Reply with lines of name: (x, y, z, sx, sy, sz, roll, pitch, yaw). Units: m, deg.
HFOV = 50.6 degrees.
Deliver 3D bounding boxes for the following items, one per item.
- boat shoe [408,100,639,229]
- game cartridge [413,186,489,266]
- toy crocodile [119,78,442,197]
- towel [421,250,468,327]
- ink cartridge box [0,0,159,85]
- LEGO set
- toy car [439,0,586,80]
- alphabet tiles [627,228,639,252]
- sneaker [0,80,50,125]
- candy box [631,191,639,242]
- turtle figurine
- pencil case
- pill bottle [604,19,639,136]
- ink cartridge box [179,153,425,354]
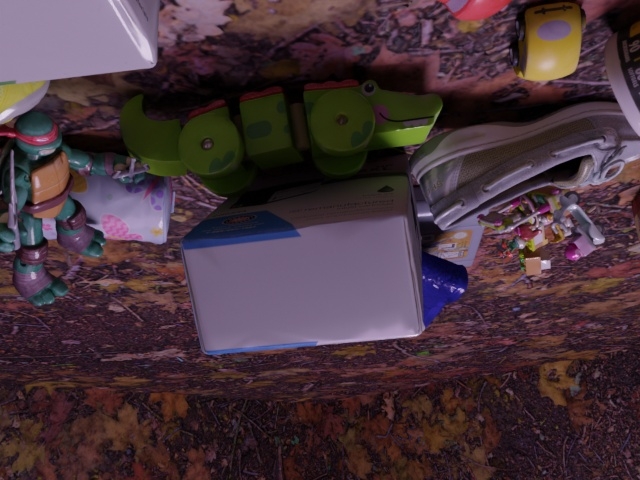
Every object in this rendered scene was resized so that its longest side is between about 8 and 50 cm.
boat shoe: (0.262, -0.087, 0.800, 0.320, 0.103, 0.118, -10, 163, -20)
game cartridge: (0.162, -0.008, 1.113, 0.198, 0.062, 0.297, -10, 159, 4)
toy crocodile: (-0.042, -0.118, 0.722, 0.340, 0.105, 0.115, -9, 171, 4)
towel: (0.057, 0.035, 1.053, 0.308, 0.076, 0.227, 21, 154, -2)
ink cartridge box: (-0.162, -0.189, 0.333, 0.154, 0.212, 0.093, -5, 156, 6)
LEGO set: (0.289, -0.009, 0.973, 0.107, 0.132, 0.287, -29, 170, -4)
toy car: (0.222, -0.213, 0.561, 0.225, 0.053, 0.239, -19, 155, 37)
alphabet tiles: (0.636, -0.016, 0.976, 0.342, 0.011, 0.285, 9, 157, -32)
sneaker: (-0.326, -0.180, 0.432, 0.147, 0.145, 0.384, -19, 159, 25)
candy box: (0.640, -0.070, 0.975, 0.316, 0.087, 0.183, -8, 159, 10)
turtle figurine: (-0.258, -0.045, 0.657, 0.175, 0.118, 0.234, -37, 161, -36)
pencil case: (-0.316, -0.052, 0.819, 0.273, 0.113, 0.124, 1, 165, -12)
pill bottle: (0.375, -0.176, 0.596, 0.119, 0.119, 0.208, 15, 152, -41)
ink cartridge box: (0.000, 0.000, 0.782, 0.223, 0.129, 0.307, -8, -164, 10)
